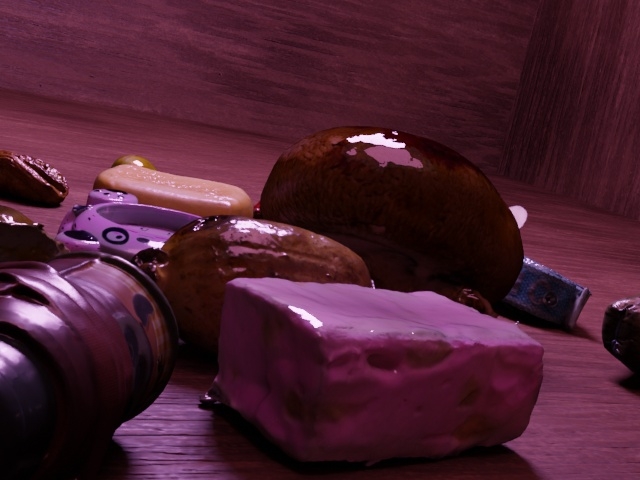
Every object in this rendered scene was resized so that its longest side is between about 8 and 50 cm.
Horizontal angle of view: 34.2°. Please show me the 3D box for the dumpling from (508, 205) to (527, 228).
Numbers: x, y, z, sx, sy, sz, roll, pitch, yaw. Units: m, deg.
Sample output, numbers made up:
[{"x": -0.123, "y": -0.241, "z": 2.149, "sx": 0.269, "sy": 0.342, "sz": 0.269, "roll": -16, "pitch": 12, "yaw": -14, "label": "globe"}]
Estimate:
[{"x": 0.248, "y": -0.023, "z": 1.888, "sx": 0.215, "sy": 0.126, "sz": 0.166, "roll": 23, "pitch": 39, "yaw": 9, "label": "dumpling"}]

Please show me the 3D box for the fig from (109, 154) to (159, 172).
[{"x": -0.273, "y": -0.067, "z": 1.622, "sx": 0.093, "sy": 0.093, "sz": 0.166, "roll": 18, "pitch": -16, "yaw": 27, "label": "fig"}]

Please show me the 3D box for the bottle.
[{"x": -0.181, "y": 0.091, "z": 0.640, "sx": 0.156, "sy": 0.143, "sz": 0.271, "roll": 52, "pitch": 8, "yaw": -1, "label": "bottle"}]

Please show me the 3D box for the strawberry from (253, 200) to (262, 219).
[{"x": -0.022, "y": -0.070, "z": 1.703, "sx": 0.208, "sy": 0.087, "sz": 0.167, "roll": 3, "pitch": -3, "yaw": 4, "label": "strawberry"}]

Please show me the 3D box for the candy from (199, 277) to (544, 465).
[{"x": 0.049, "y": 0.109, "z": 0.884, "sx": 0.265, "sy": 0.116, "sz": 0.155, "roll": 7, "pitch": 9, "yaw": -39, "label": "candy"}]

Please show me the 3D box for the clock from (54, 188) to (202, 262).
[{"x": -0.184, "y": 0.017, "z": 1.176, "sx": 0.227, "sy": 0.090, "sz": 0.248, "roll": 13, "pitch": 12, "yaw": 2, "label": "clock"}]

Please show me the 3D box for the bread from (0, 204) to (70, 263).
[{"x": -0.360, "y": 0.009, "z": 0.885, "sx": 0.267, "sy": 0.130, "sz": 0.152, "roll": 16, "pitch": 15, "yaw": 26, "label": "bread"}]

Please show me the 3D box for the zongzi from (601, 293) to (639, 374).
[{"x": 0.477, "y": 0.137, "z": 1.253, "sx": 0.242, "sy": 0.112, "sz": 0.221, "roll": 22, "pitch": 12, "yaw": 39, "label": "zongzi"}]

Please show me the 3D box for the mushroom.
[{"x": 0.088, "y": -0.016, "z": 1.281, "sx": 0.345, "sy": 0.345, "sz": 0.239, "roll": 21, "pitch": 54, "yaw": 39, "label": "mushroom"}]

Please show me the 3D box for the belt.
[{"x": 0.297, "y": 0.065, "z": 1.514, "sx": 0.147, "sy": 0.082, "sz": 0.163, "roll": 22, "pitch": 6, "yaw": -6, "label": "belt"}]

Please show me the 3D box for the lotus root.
[{"x": -0.064, "y": 0.050, "z": 1.000, "sx": 0.260, "sy": 0.128, "sz": 0.145, "roll": 8, "pitch": 51, "yaw": -20, "label": "lotus root"}]

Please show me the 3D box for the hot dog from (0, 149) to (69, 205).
[{"x": -0.443, "y": -0.095, "z": 1.534, "sx": 0.147, "sy": 0.065, "sz": 0.099, "roll": 12, "pitch": 0, "yaw": 9, "label": "hot dog"}]

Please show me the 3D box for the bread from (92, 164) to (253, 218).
[{"x": -0.200, "y": -0.036, "z": 1.405, "sx": 0.217, "sy": 0.098, "sz": 0.147, "roll": 11, "pitch": 11, "yaw": 5, "label": "bread"}]
